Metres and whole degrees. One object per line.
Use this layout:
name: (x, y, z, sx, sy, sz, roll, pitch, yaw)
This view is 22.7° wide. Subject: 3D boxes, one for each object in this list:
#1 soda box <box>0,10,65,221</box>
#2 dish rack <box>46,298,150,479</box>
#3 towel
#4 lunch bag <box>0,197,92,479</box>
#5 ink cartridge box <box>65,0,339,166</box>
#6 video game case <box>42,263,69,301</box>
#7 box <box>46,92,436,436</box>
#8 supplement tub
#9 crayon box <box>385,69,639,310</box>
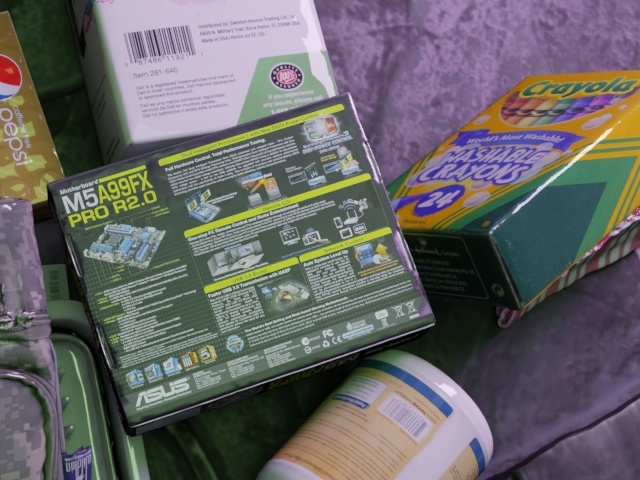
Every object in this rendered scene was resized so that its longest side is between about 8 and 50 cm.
soda box: (-0.278, -0.105, 1.400, 0.061, 0.058, 0.181, -16, 78, -21)
dish rack: (-0.275, 0.222, 1.266, 0.286, 0.072, 0.332, -5, 75, -27)
towel: (0.260, 0.009, 1.480, 0.197, 0.144, 0.029, -28, 75, -24)
lunch bag: (-0.333, 0.111, 1.129, 0.305, 0.212, 0.256, -7, 91, -27)
ink cartridge box: (-0.119, -0.209, 1.451, 0.201, 0.117, 0.278, -10, 76, -20)
video game case: (-0.276, 0.066, 1.369, 0.122, 0.011, 0.087, -4, 74, -18)
box: (-0.066, 0.018, 1.324, 0.270, 0.060, 0.216, -18, 78, -12)
supplement tub: (0.036, 0.204, 1.345, 0.144, 0.144, 0.199, 44, 65, 1)
crayon box: (0.201, -0.066, 1.439, 0.323, 0.203, 0.083, -37, 113, -29)
